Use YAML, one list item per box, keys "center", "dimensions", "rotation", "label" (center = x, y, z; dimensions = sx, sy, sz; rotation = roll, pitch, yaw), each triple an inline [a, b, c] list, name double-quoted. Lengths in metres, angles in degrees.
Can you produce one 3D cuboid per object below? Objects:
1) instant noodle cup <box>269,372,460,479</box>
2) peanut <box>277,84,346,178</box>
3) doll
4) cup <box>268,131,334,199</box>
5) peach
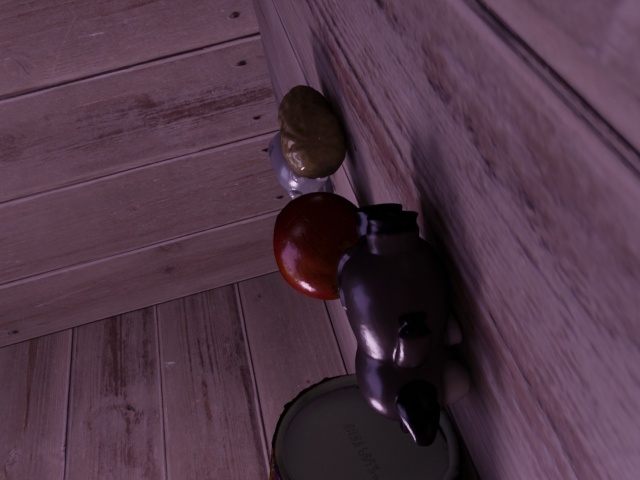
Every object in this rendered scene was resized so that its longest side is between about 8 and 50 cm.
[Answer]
- center: [0.059, 0.369, 0.838]
  dimensions: [0.339, 0.340, 0.265]
  rotation: [-111, 15, -58]
  label: "instant noodle cup"
- center: [-0.022, -0.212, 1.071]
  dimensions: [0.256, 0.124, 0.123]
  rotation: [-104, 1, -50]
  label: "peanut"
- center: [0.085, 0.090, 0.629]
  dimensions: [0.182, 0.118, 0.257]
  rotation: [-114, 9, -77]
  label: "doll"
- center: [-0.041, -0.165, 1.393]
  dimensions: [0.173, 0.134, 0.141]
  rotation: [82, 170, -56]
  label: "cup"
- center: [0.000, 0.000, 1.037]
  dimensions: [0.197, 0.198, 0.197]
  rotation: [165, 90, -87]
  label: "peach"
